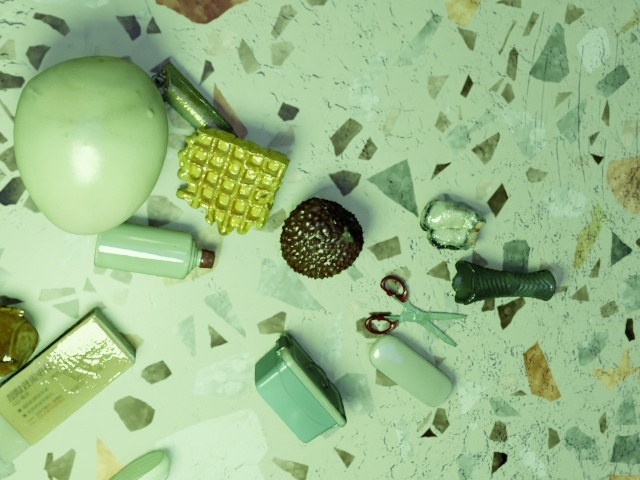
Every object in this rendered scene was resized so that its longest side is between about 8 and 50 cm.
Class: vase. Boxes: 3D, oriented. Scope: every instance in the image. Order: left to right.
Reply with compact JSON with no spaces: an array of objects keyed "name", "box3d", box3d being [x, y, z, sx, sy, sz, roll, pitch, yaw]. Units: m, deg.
[{"name":"vase","box3d":[0.445,0.106,1.699,0.237,0.115,0.116,3,97,-16]}]

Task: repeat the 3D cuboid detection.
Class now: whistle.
[{"name":"whistle","box3d":[-0.227,-0.239,1.505,0.326,0.057,0.068,46,79,-15]}]

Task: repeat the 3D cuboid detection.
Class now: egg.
[{"name":"egg","box3d":[-0.435,-0.178,1.348,0.282,0.283,0.345,4,106,-14]}]

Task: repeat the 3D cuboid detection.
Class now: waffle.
[{"name":"waffle","box3d":[-0.203,-0.115,1.500,0.229,0.057,0.219,20,117,-1]}]

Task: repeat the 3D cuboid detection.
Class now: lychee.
[{"name":"lychee","box3d":[0.000,0.000,1.539,0.187,0.188,0.188,-2,98,-13]}]

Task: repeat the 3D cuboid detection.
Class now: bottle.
[{"name":"bottle","box3d":[-0.345,0.023,1.490,0.245,0.104,0.104,9,95,-14]}]

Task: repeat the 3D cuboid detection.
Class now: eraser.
[{"name":"eraser","box3d":[-0.564,0.305,1.488,0.343,0.078,0.144,-39,104,-5]}]

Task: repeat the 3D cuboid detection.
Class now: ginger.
[{"name":"ginger","box3d":[-0.778,0.210,1.372,0.418,0.254,0.176,0,65,-29]}]

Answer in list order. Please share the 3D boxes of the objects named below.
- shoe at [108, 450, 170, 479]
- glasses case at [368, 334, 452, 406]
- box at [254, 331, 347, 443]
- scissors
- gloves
[{"name":"shoe","box3d":[-0.447,0.622,1.536,0.363,0.132,0.160,-37,104,-2]},{"name":"glasses case","box3d":[0.217,0.312,1.688,0.233,0.059,0.092,36,89,-15]},{"name":"box","box3d":[-0.044,0.330,1.581,0.130,0.162,0.227,-38,104,5]},{"name":"scissors","box3d":[0.236,0.184,1.700,0.247,0.017,0.144,20,93,-17]},{"name":"gloves","box3d":[0.304,-0.033,1.659,0.153,0.070,0.115,15,100,-15]}]
